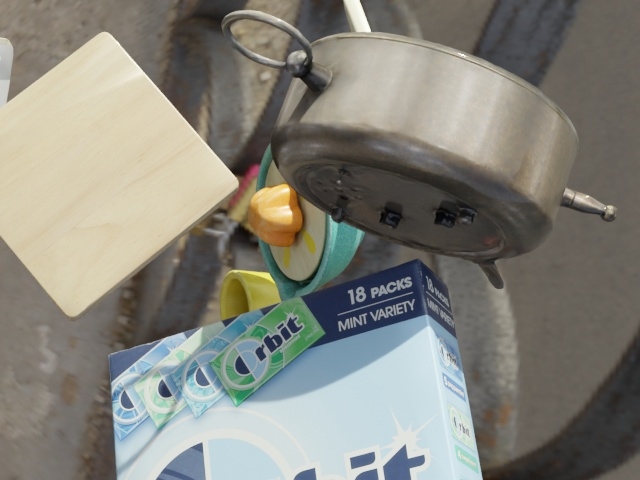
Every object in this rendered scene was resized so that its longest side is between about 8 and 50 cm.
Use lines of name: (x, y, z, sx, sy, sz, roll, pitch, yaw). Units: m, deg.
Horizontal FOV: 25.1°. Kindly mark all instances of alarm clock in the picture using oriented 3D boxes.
alarm clock: (0.030, -0.044, 0.619, 0.192, 0.129, 0.064, 34, 70, -35)

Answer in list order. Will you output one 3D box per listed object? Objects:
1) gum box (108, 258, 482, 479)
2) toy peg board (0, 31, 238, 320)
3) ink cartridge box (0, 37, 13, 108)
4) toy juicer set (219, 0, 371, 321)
gum box: (-0.009, 0.117, 0.610, 0.157, 0.041, 0.184, -18, 62, 19)
toy peg board: (-0.173, -0.042, 1.097, 0.161, 0.079, 0.160, -39, 81, -12)
ink cartridge box: (-0.390, -0.034, 1.045, 0.309, 0.130, 0.271, -7, 112, -58)
toy juicer set: (0.000, 0.000, 1.132, 0.090, 0.209, 0.329, -3, 129, -28)
